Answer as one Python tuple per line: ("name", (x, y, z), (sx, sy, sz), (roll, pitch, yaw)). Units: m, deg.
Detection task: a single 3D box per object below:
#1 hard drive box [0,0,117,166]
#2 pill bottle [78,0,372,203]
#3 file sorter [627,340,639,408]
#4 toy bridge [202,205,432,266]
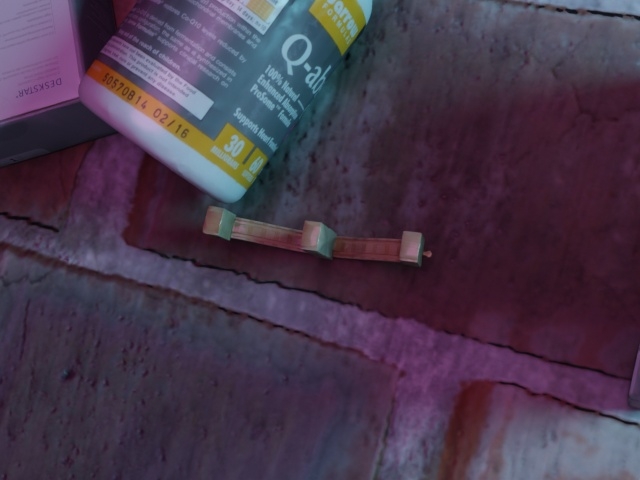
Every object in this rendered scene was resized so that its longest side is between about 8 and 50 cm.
("hard drive box", (-0.297, -0.202, 0.698), (0.181, 0.089, 0.232), (-13, 78, 10))
("pill bottle", (-0.058, -0.183, 0.608), (0.162, 0.162, 0.278), (36, 90, 15))
("file sorter", (0.341, 0.001, 0.480), (0.173, 0.193, 0.277), (14, 84, 11))
("toy bridge", (0.000, 0.000, 0.615), (0.188, 0.063, 0.026), (8, 83, 14))
